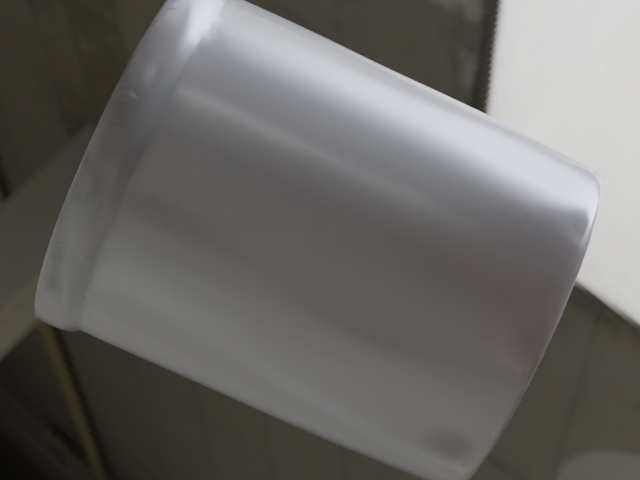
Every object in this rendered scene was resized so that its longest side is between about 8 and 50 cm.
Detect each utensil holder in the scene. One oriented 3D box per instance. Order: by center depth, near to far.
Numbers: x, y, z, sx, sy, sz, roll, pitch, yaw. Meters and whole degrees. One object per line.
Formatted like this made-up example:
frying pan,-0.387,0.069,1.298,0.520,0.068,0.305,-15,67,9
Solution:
utensil holder,0.000,0.000,1.353,0.385,0.328,0.327,25,-23,-1
